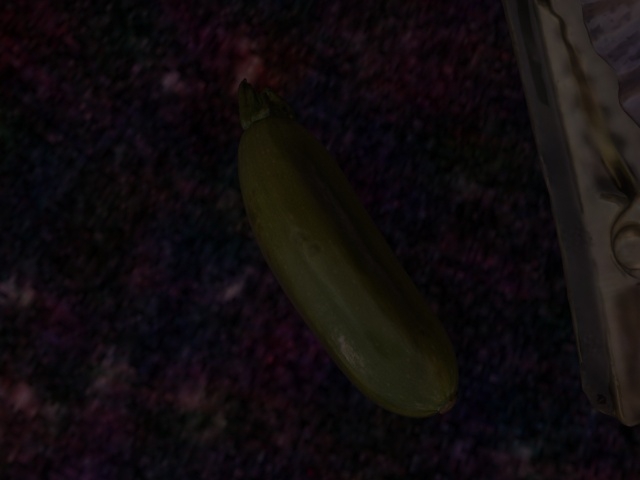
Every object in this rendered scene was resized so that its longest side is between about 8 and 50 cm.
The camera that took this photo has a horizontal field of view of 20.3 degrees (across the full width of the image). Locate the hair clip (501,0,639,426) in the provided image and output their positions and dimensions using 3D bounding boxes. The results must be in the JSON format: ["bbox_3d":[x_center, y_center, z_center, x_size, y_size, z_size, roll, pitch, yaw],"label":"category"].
[{"bbox_3d":[0.062,-0.086,0.476,0.085,0.106,0.292,-22,95,32],"label":"hair clip"}]

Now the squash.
[{"bbox_3d":[0.000,0.000,1.365,0.341,0.094,0.094,59,135,29],"label":"squash"}]
